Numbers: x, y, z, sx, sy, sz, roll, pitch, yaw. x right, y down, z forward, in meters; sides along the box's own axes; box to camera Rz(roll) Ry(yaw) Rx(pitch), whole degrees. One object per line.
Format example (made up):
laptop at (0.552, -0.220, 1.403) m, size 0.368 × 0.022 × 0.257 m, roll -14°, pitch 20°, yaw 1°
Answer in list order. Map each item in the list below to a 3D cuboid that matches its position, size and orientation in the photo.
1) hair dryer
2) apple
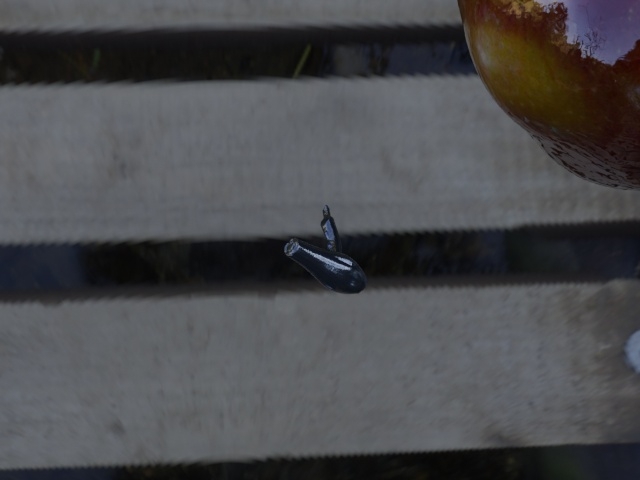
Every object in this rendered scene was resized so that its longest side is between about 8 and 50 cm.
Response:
hair dryer at (0.000, 0.000, 1.333) m, size 0.031 × 0.079 × 0.083 m, roll -38°, pitch 42°, yaw 25°
apple at (0.255, -0.192, 1.369) m, size 0.288 × 0.317 × 0.288 m, roll -21°, pitch 44°, yaw 22°
